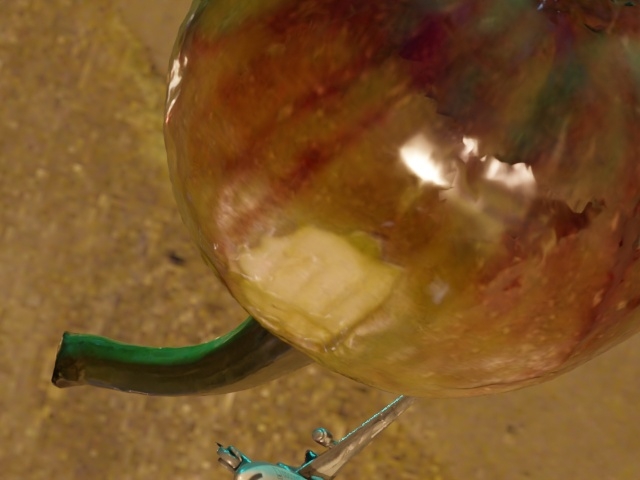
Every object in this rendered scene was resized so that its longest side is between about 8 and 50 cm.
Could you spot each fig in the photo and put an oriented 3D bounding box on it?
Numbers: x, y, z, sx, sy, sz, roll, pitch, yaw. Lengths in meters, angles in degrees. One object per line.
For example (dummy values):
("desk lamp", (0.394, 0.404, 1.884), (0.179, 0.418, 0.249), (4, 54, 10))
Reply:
("fig", (0.000, 0.000, 0.493), (0.245, 0.149, 0.149), (-43, 39, 42))

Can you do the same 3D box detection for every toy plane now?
("toy plane", (-0.004, 0.157, 1.054), (0.058, 0.226, 0.226), (36, 88, 37))
